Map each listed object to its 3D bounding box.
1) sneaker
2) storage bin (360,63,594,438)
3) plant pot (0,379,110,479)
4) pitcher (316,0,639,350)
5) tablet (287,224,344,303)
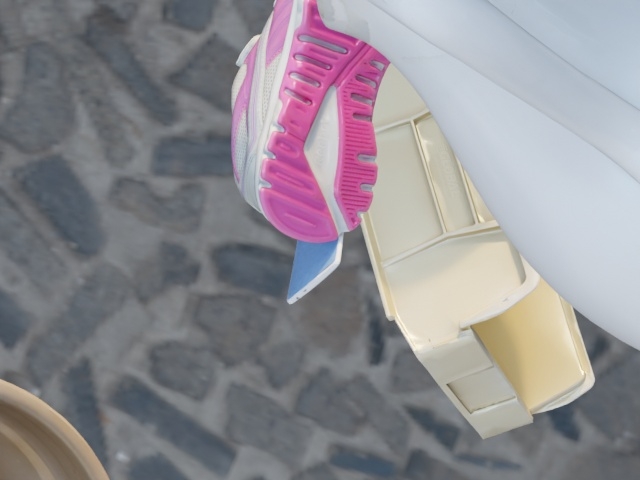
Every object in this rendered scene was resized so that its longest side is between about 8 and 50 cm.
[{"bbox_3d":[-0.004,-0.124,1.220,0.103,0.111,0.252,24,80,-26],"label":"sneaker"},{"bbox_3d":[0.120,0.000,1.525,0.262,0.123,0.260,51,21,-63],"label":"storage bin"},{"bbox_3d":[-0.203,0.171,0.807,0.237,0.110,0.237,-1,91,-47],"label":"plant pot"},{"bbox_3d":[0.089,-0.043,0.574,0.207,0.178,0.125,39,109,1],"label":"pitcher"},{"bbox_3d":[0.000,0.000,1.213,0.006,0.054,0.083,33,40,-21],"label":"tablet"}]
